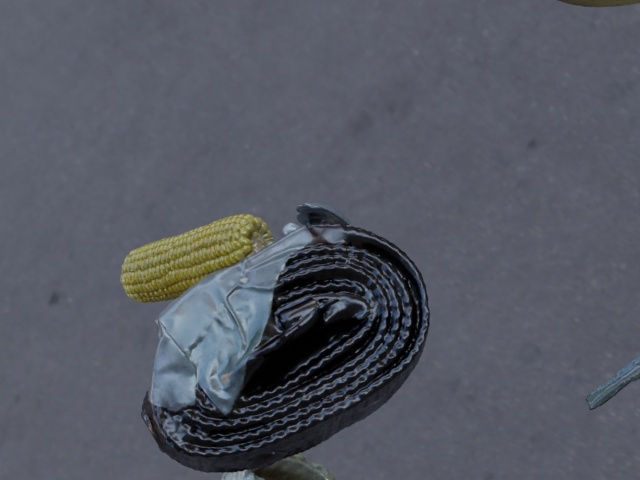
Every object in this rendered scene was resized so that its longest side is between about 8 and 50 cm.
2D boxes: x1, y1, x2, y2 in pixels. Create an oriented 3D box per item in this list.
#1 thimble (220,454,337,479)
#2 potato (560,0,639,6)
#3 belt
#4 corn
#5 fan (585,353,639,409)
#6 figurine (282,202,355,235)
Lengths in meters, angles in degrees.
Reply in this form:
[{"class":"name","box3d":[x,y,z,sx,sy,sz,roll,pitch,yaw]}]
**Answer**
[{"class":"thimble","box3d":[-0.055,0.335,1.524,0.143,0.190,0.137,-50,10,30]},{"class":"potato","box3d":[0.312,-0.364,1.443,0.178,0.203,0.158,129,137,-66]},{"class":"belt","box3d":[-0.035,0.102,1.226,0.289,0.164,0.184,-29,76,-13]},{"class":"corn","box3d":[-0.169,0.030,1.786,0.244,0.093,0.093,-17,57,35]},{"class":"fan","box3d":[0.362,0.058,1.163,0.335,0.011,0.229,-44,39,29]},{"class":"figurine","box3d":[0.000,0.000,1.603,0.086,0.094,0.082,18,61,10]}]
